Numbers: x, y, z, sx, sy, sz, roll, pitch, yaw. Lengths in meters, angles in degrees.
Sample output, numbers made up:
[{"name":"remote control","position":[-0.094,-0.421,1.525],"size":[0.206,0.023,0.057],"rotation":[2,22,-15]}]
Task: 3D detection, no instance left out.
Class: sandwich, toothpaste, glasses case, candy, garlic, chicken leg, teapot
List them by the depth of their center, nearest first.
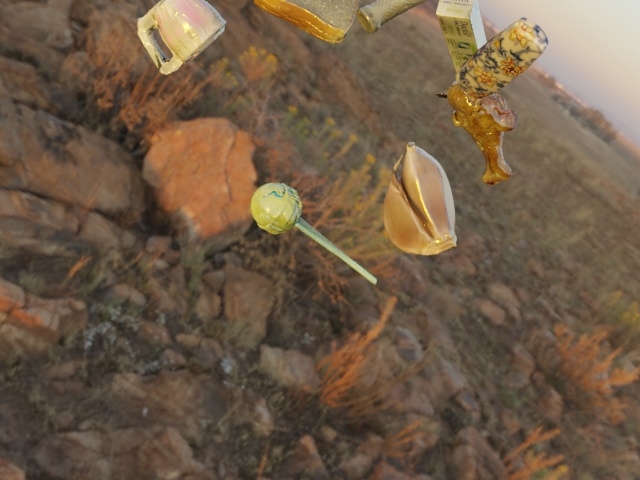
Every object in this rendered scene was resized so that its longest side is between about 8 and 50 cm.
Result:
[{"name":"glasses case","position":[0.342,-0.342,1.482],"size":[0.087,0.065,0.248],"rotation":[44,-22,-7]},{"name":"candy","position":[0.000,0.000,1.489],"size":[0.335,0.092,0.093],"rotation":[37,8,-31]},{"name":"toothpaste","position":[0.344,-0.485,1.841],"size":[0.081,0.067,0.336],"rotation":[13,-6,19]},{"name":"teapot","position":[-0.384,-0.589,2.133],"size":[0.178,0.221,0.163],"rotation":[49,46,-14]},{"name":"sandwich","position":[-0.021,-0.718,2.182],"size":[0.301,0.099,0.271],"rotation":[26,65,-8]},{"name":"chicken leg","position":[0.514,-0.339,2.345],"size":[0.361,0.140,0.211],"rotation":[53,-22,-21]},{"name":"garlic","position":[0.275,-0.129,2.352],"size":[0.340,0.231,0.246],"rotation":[67,23,-11]}]

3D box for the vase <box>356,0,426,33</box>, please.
[{"name":"vase","position":[0.202,-0.630,2.042],"size":[0.096,0.219,0.096],"rotation":[55,-5,8]}]
